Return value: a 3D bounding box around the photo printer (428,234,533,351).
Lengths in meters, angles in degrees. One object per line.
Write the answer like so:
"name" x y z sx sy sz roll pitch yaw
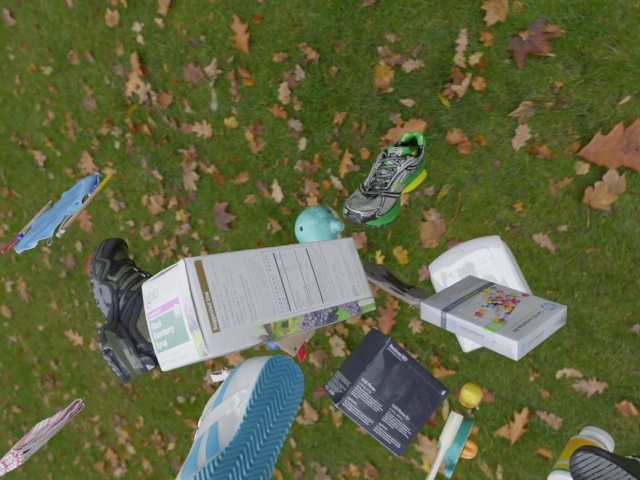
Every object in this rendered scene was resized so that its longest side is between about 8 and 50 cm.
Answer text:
"photo printer" 0.488 0.151 1.526 0.256 0.107 0.307 -27 78 18

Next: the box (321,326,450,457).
"box" 0.245 0.563 1.893 0.343 0.312 0.179 44 172 -15

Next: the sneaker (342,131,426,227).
"sneaker" 0.163 -0.162 1.286 0.134 0.343 0.146 21 141 25

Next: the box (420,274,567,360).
"box" 0.286 0.122 0.846 0.186 0.145 0.038 22 124 48

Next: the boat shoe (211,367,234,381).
"boat shoe" -0.327 0.454 1.728 0.100 0.035 0.035 -14 111 2

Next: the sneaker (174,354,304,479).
"sneaker" -0.103 0.232 0.553 0.087 0.228 0.092 45 147 -20

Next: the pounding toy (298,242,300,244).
"pounding toy" -0.045 0.055 2.060 0.100 0.130 0.141 45 139 -15

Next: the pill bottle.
"pill bottle" 0.701 0.597 1.339 0.118 0.208 0.117 29 135 33

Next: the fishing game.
"fishing game" -0.438 -0.044 0.857 0.264 0.189 0.041 -13 130 39

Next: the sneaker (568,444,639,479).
"sneaker" 0.615 0.463 0.952 0.331 0.146 0.122 34 132 -1

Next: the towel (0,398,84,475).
"towel" -0.533 0.365 0.921 0.197 0.144 0.029 -32 98 31

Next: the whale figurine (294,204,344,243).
"whale figurine" 0.000 0.000 1.809 0.216 0.141 0.271 -42 60 39

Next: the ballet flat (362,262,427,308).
"ballet flat" 0.219 0.139 1.532 0.250 0.084 0.058 28 135 36

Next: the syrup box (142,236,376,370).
"syrup box" -0.058 0.062 0.547 0.093 0.237 0.096 -27 77 43

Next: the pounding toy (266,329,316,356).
"pounding toy" -0.098 0.175 1.043 0.206 0.094 0.181 43 161 -32

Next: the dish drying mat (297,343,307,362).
"dish drying mat" -0.056 0.347 1.547 0.008 0.032 0.083 37 155 26

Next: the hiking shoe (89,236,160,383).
"hiking shoe" -0.237 0.079 0.677 0.086 0.114 0.226 93 156 -49

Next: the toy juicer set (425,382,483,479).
"toy juicer set" 0.346 0.454 1.206 0.090 0.329 0.209 24 103 22
